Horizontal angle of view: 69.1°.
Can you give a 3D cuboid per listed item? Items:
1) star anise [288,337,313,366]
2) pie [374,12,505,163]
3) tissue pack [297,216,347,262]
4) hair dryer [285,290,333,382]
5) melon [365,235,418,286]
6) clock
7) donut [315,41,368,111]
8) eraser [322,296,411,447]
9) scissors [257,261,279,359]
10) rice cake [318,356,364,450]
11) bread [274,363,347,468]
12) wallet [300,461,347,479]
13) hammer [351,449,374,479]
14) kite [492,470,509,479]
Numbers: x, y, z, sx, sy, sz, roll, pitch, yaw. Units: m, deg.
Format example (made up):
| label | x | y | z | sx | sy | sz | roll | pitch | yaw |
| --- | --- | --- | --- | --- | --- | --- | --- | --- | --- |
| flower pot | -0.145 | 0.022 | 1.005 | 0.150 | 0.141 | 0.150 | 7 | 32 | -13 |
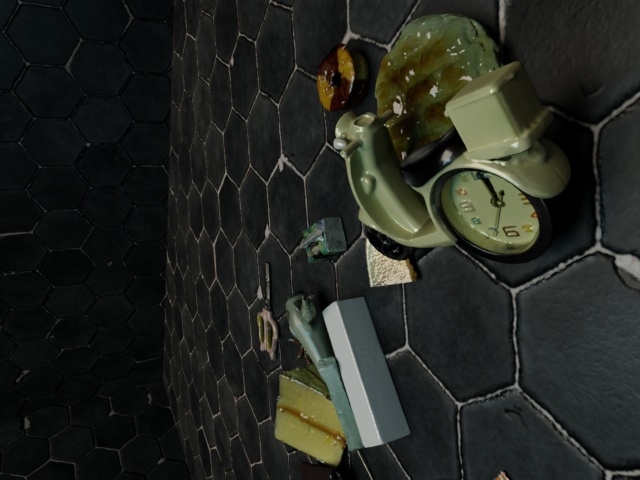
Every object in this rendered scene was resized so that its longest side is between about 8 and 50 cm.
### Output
| label | x | y | z | sx | sy | sz | roll | pitch | yaw |
| --- | --- | --- | --- | --- | --- | --- | --- | --- | --- |
| star anise | -0.034 | 0.274 | 1.252 | 0.141 | 0.042 | 0.141 | -2 | 87 | 55 |
| pie | 0.181 | -0.215 | 0.755 | 0.306 | 0.071 | 0.306 | 18 | 111 | 60 |
| tissue pack | -0.001 | 0.000 | 1.106 | 0.111 | 0.079 | 0.085 | -29 | 69 | 59 |
| hair dryer | -0.009 | 0.228 | 1.076 | 0.267 | 0.092 | 0.229 | 153 | 94 | -80 |
| melon | 0.129 | 0.000 | 0.906 | 0.098 | 0.054 | 0.182 | -27 | 73 | 53 |
| clock | 0.160 | -0.086 | 0.677 | 0.379 | 0.120 | 0.276 | -3 | 126 | 55 |
| donut | 0.048 | -0.340 | 0.976 | 0.140 | 0.059 | 0.140 | 16 | 109 | 58 |
| eraser | 0.093 | 0.274 | 0.993 | 0.076 | 0.078 | 0.298 | -47 | 56 | 53 |
| scissors | -0.174 | 0.226 | 1.513 | 0.160 | 0.024 | 0.317 | 17 | 110 | 59 |
| rice cake | 0.051 | 0.371 | 1.046 | 0.042 | 0.045 | 0.245 | -85 | -22 | -71 |
| bread | -0.018 | 0.458 | 1.165 | 0.178 | 0.135 | 0.240 | 42 | 131 | 50 |
| wallet | 0.029 | 0.661 | 1.195 | 0.181 | 0.049 | 0.229 | 63 | 149 | 6 |
| hammer | 0.106 | 0.525 | 1.084 | 0.110 | 0.019 | 0.035 | 57 | 142 | 30 |
| kite | 0.317 | 0.551 | 0.711 | 0.328 | 0.013 | 0.377 | 1 | 94 | 60 |
